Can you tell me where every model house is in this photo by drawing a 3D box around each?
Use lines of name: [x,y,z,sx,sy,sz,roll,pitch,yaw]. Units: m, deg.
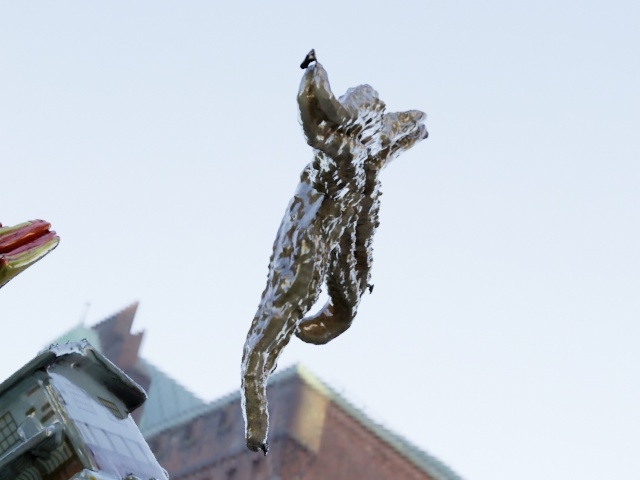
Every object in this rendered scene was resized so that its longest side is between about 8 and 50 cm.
model house: [-0.236,0.229,1.105,0.224,0.215,0.198,-41,-29,7]

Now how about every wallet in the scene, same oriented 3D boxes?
wallet: [-0.430,0.060,1.593,0.241,0.141,0.067,-39,-92,26]

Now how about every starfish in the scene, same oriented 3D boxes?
starfish: [0.000,0.000,1.114,0.082,0.432,0.324,23,-78,7]
